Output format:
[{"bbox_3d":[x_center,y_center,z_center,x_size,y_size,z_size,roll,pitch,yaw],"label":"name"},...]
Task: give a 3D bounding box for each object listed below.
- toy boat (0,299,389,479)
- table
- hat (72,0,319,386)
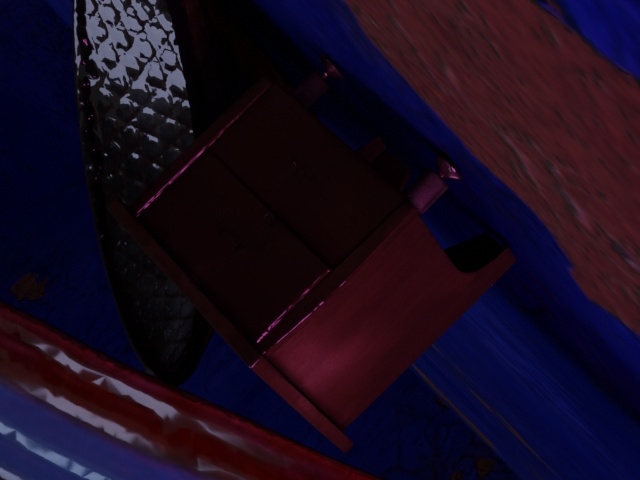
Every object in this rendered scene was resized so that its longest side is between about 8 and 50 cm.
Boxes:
[{"bbox_3d":[0.014,0.108,0.538,0.392,0.079,0.136,25,169,7],"label":"toy boat"},{"bbox_3d":[0.000,0.000,0.481,0.083,0.082,0.070,44,177,38],"label":"table"},{"bbox_3d":[-0.039,-0.043,0.615,0.193,0.082,0.193,170,90,-70],"label":"hat"}]
